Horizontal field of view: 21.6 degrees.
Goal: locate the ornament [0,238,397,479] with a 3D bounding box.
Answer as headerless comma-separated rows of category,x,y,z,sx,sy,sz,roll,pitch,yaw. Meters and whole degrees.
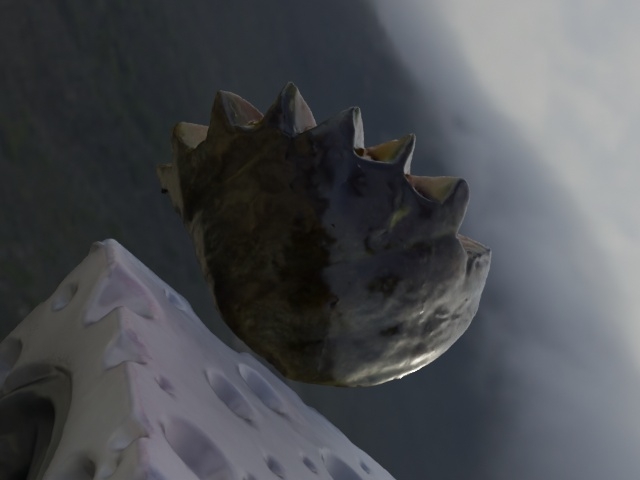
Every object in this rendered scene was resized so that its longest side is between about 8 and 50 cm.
ornament,-0.087,0.192,0.773,0.240,0.239,0.240,43,9,-23

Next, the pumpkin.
pumpkin,0.000,0.000,1.140,0.130,0.254,0.149,113,-4,-51
